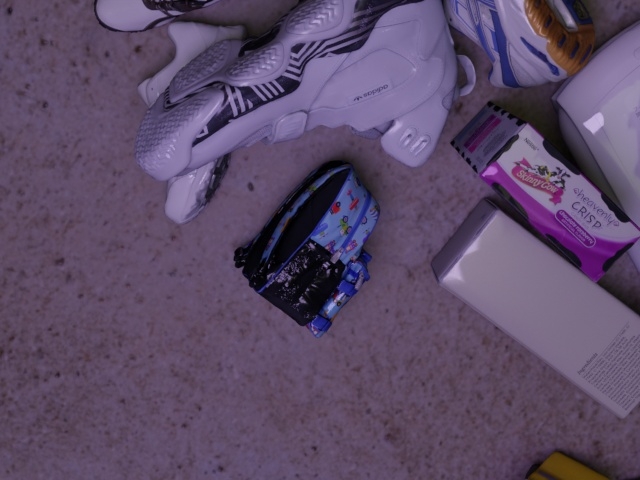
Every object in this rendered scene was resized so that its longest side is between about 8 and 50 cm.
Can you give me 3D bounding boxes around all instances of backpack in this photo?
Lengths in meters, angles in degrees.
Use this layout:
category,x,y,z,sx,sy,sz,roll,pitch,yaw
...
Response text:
category,x,y,z,sx,sy,sz,roll,pitch,yaw
backpack,0.000,0.000,1.012,0.117,0.158,0.173,38,88,-15

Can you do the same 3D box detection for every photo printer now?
category,x,y,z,sx,sy,sz,roll,pitch,yaw
photo printer,0.421,-0.105,1.001,0.256,0.107,0.308,-32,99,8

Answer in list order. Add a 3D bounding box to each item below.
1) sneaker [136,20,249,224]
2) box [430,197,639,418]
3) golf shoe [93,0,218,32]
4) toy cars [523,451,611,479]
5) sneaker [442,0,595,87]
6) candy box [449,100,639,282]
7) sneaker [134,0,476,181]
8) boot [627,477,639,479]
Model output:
category,x,y,z,sx,sy,sz,roll,pitch,yaw
sneaker,-0.154,-0.136,1.021,0.115,0.090,0.232,14,93,4
box,0.269,0.077,1.050,0.275,0.094,0.113,38,100,-7
golf shoe,-0.160,-0.279,0.978,0.198,0.094,0.077,-19,103,6
toy cars,0.362,0.293,1.048,0.393,0.177,0.087,-15,133,4
sneaker,0.160,-0.284,0.949,0.112,0.131,0.296,-41,106,-34
candy box,0.227,-0.061,0.949,0.159,0.233,0.071,41,100,-9
sneaker,-0.001,-0.138,0.941,0.365,0.137,0.210,-39,122,-4
boot,0.331,0.402,1.084,0.246,0.161,0.083,-37,100,8
